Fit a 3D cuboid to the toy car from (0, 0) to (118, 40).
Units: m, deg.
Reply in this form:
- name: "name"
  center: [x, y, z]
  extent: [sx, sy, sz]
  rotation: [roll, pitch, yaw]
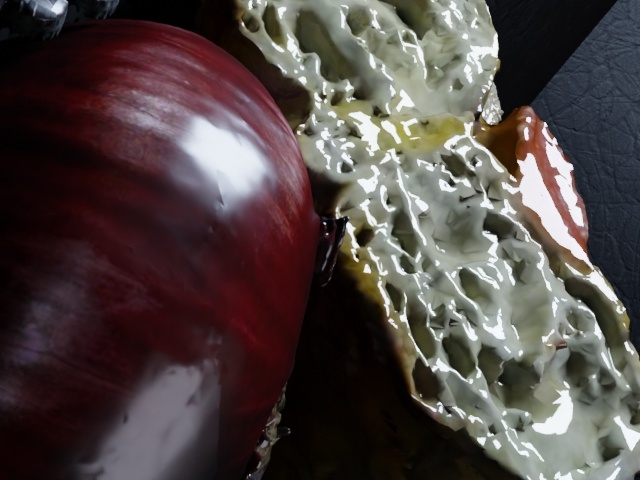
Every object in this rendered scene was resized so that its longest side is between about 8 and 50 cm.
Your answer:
- name: "toy car"
  center: [-0.115, -0.103, 0.353]
  extent: [0.165, 0.062, 0.071]
  rotation: [-39, 166, -52]

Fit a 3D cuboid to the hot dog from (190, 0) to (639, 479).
- name: "hot dog"
  center: [0.011, 0.034, 0.689]
  extent: [0.196, 0.367, 0.365]
  rotation: [-10, 156, -28]

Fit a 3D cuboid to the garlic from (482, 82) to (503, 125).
- name: "garlic"
  center: [0.072, -0.142, 1.046]
  extent: [0.131, 0.127, 0.194]
  rotation: [-21, -176, -33]

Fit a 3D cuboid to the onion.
- name: "onion"
  center: [-0.140, 0.025, 0.443]
  extent: [0.273, 0.285, 0.273]
  rotation: [-44, -146, 39]
